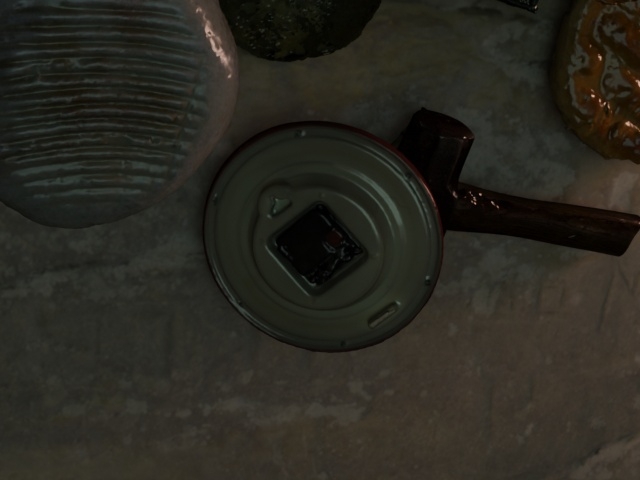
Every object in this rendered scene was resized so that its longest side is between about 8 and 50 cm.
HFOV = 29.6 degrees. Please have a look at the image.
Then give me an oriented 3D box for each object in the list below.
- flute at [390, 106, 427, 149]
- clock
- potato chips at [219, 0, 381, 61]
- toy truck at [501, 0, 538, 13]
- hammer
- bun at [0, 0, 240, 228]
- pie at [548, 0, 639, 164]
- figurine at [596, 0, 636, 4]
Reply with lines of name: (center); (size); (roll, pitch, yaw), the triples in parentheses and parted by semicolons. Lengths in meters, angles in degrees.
flute: (0.066, -0.089, 1.639); (0.233, 0.027, 0.027); (-46, 112, 3)
clock: (0.000, 0.000, 1.559); (0.318, 0.080, 0.319); (5, 114, 10)
potato chips: (-0.028, -0.308, 1.519); (0.219, 0.029, 0.202); (-24, 133, 2)
toy truck: (0.170, -0.390, 1.540); (0.259, 0.088, 0.121); (16, 102, -19)
hammer: (0.261, -0.032, 1.677); (0.408, 0.095, 0.243); (8, 114, -24)
bun: (-0.275, -0.196, 1.417); (0.361, 0.211, 0.362); (-6, 110, -16)
pie: (0.470, -0.260, 1.662); (0.339, 0.083, 0.340); (-3, 105, -13)
figurine: (0.349, -0.408, 1.527); (0.131, 0.156, 0.246); (-9, 74, -25)
